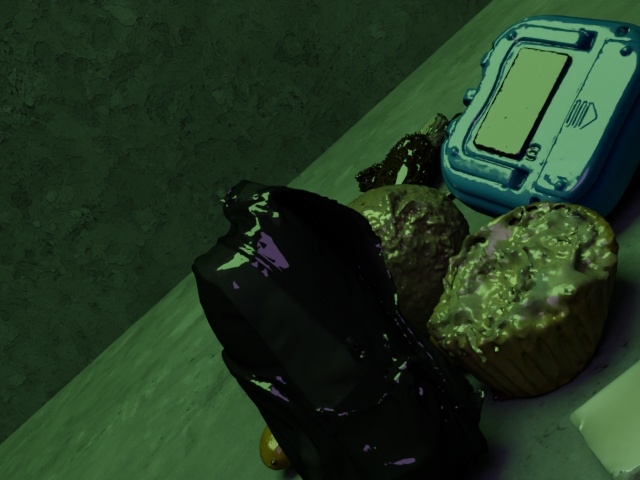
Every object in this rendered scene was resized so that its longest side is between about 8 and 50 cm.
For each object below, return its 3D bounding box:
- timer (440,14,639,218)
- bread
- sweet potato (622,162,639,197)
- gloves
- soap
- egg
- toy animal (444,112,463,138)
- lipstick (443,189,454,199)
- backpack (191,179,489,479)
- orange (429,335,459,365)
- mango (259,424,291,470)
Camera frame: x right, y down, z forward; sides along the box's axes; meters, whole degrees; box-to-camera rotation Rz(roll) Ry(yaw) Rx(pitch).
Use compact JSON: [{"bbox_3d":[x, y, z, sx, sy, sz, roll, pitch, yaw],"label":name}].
[{"bbox_3d":[0.349,-0.187,1.163,0.309,0.115,0.340,26,89,47],"label":"timer"},{"bbox_3d":[0.269,0.072,0.980,0.274,0.149,0.274,-34,21,16],"label":"bread"},{"bbox_3d":[0.473,-0.105,1.125,0.233,0.062,0.081,-24,46,44],"label":"sweet potato"},{"bbox_3d":[0.207,-0.171,1.850,0.210,0.135,0.312,-19,29,47],"label":"gloves"},{"bbox_3d":[0.341,0.158,0.713,0.183,0.064,0.121,-41,16,9],"label":"soap"},{"bbox_3d":[0.108,0.047,1.243,0.279,0.279,0.311,-74,6,-63],"label":"egg"},{"bbox_3d":[0.414,-0.194,1.312,0.357,0.194,0.258,-12,35,44],"label":"toy animal"},{"bbox_3d":[0.285,-0.100,1.668,0.176,0.027,0.027,-39,15,17],"label":"lipstick"},{"bbox_3d":[0.004,0.125,0.940,0.254,0.446,0.363,-39,14,-13],"label":"backpack"},{"bbox_3d":[0.200,0.146,1.098,0.083,0.070,0.083,-29,9,5],"label":"orange"},{"bbox_3d":[-0.043,0.310,1.263,0.098,0.075,0.190,-26,15,32],"label":"mango"}]
